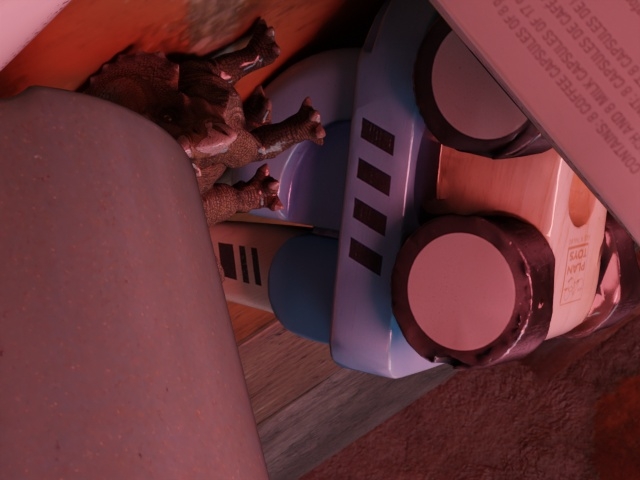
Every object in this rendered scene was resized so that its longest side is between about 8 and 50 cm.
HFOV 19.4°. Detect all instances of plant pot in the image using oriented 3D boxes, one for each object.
[{"bbox_3d":[-0.168,0.123,0.955,0.341,0.334,0.341,-8,154,-4],"label":"plant pot"}]

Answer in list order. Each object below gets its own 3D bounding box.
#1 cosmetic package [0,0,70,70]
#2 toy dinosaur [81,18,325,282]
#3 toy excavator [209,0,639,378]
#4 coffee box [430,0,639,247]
[{"bbox_3d":[-0.229,-0.057,0.658,0.224,0.138,0.225,-41,-176,19],"label":"cosmetic package"},{"bbox_3d":[-0.095,-0.052,1.225,0.160,0.121,0.313,-18,165,-21],"label":"toy dinosaur"},{"bbox_3d":[0.000,0.000,1.400,0.222,0.445,0.433,-11,110,-59],"label":"toy excavator"},{"bbox_3d":[0.210,-0.200,0.938,0.338,0.338,0.334,-39,166,8],"label":"coffee box"}]
